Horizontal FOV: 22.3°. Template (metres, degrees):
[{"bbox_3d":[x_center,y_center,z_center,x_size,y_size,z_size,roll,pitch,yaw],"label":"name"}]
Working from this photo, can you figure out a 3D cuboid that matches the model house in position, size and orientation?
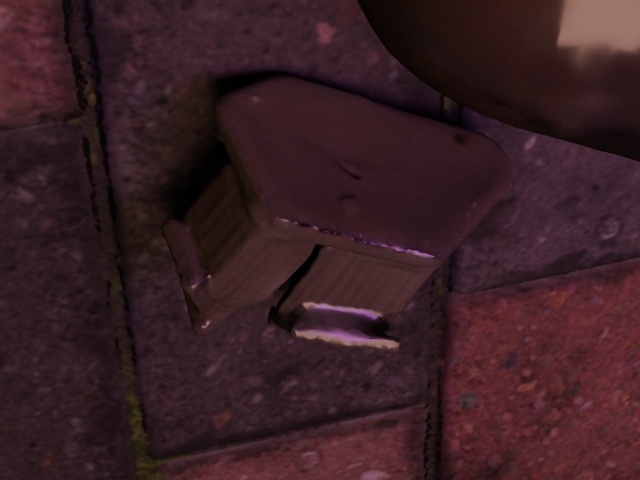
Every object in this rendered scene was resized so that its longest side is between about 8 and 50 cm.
[{"bbox_3d":[0.003,0.002,1.124,0.229,0.122,0.188,12,132,-24],"label":"model house"}]

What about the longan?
[{"bbox_3d":[0.176,-0.175,0.913,0.350,0.288,0.288,3,132,-12],"label":"longan"}]
